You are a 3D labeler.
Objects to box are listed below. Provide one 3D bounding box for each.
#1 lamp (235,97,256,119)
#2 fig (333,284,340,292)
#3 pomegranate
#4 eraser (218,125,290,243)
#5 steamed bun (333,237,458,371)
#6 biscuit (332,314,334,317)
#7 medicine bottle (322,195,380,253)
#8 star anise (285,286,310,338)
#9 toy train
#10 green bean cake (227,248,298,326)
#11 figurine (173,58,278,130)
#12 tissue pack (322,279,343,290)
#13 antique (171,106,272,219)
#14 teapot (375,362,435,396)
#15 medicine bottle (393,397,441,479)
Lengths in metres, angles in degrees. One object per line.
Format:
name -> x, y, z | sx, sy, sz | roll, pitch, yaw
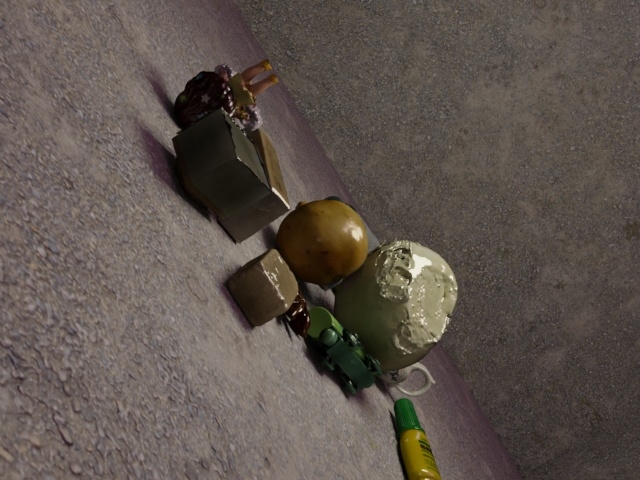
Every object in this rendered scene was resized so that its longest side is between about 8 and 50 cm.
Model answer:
lamp -> -0.235, -0.404, 2.223 | 0.107, 0.092, 0.107 | 55, 12, -17
fig -> 0.066, 0.105, 2.223 | 0.259, 0.151, 0.151 | 22, 31, -32
pomegranate -> 0.003, 0.007, 1.882 | 0.233, 0.233, 0.233 | 57, 10, -16
eraser -> -0.162, -0.143, 1.698 | 0.078, 0.144, 0.343 | 51, 12, -33
steamed bun -> 0.163, 0.154, 1.930 | 0.233, 0.312, 0.334 | 43, 48, -22
biscuit -> 0.059, 0.242, 2.035 | 0.089, 0.016, 0.046 | 57, 10, -13
medicine bottle -> 0.093, -0.032, 2.622 | 0.293, 0.141, 0.141 | 51, 13, -44
star anise -> -0.060, 0.137, 1.637 | 0.168, 0.057, 0.168 | 55, 12, -17
toy train -> 0.045, 0.248, 1.746 | 0.157, 0.105, 0.253 | 51, 0, 43
green bean cake -> -0.107, 0.088, 1.469 | 0.109, 0.085, 0.179 | 58, 11, -4
figurine -> -0.214, -0.325, 1.707 | 0.175, 0.240, 0.116 | 62, -9, 6
tissue pack -> 0.017, 0.087, 2.113 | 0.094, 0.074, 0.059 | 52, 9, -49
antique -> -0.202, -0.148, 1.500 | 0.147, 0.148, 0.152 | 45, 18, -52
teapot -> 0.206, 0.316, 2.158 | 0.300, 0.166, 0.208 | 53, -2, -8
medicine bottle -> 0.240, 0.525, 1.947 | 0.111, 0.076, 0.309 | 55, 10, -29
